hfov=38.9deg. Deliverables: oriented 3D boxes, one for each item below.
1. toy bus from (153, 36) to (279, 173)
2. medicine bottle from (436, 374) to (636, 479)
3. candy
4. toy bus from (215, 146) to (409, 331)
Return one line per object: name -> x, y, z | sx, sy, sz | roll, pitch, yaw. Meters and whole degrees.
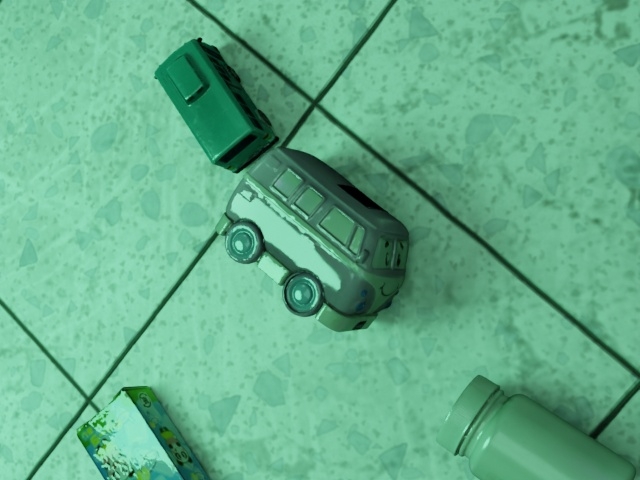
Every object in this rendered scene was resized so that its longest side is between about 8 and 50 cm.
toy bus -> -0.133, -0.171, 1.126 | 0.079, 0.092, 0.160 | -37, 74, 14
medicine bottle -> 0.223, 0.228, 0.951 | 0.187, 0.103, 0.102 | 32, 98, 21
candy -> -0.215, 0.288, 1.142 | 0.097, 0.062, 0.194 | -41, 73, 13
toy bus -> 0.000, 0.000, 1.035 | 0.202, 0.142, 0.142 | 40, 101, 20
